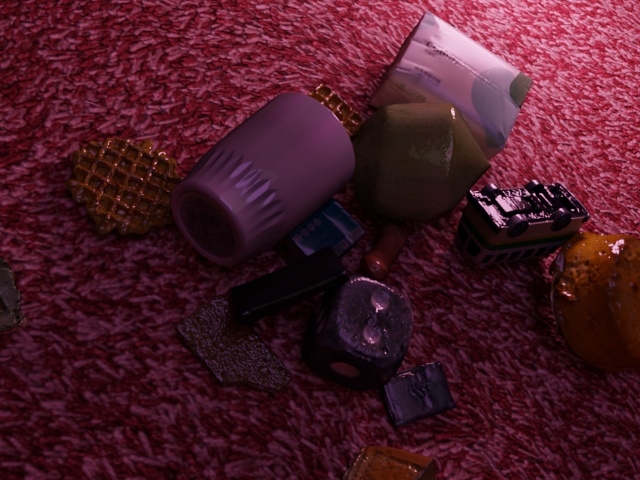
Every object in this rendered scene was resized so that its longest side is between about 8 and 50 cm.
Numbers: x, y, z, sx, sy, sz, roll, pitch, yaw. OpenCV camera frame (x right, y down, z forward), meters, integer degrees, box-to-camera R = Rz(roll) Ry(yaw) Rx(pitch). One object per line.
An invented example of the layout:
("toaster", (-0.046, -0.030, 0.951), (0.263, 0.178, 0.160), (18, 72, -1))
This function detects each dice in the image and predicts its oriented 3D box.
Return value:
("dice", (0.076, 0.192, 1.560), (0.181, 0.182, 0.183), (26, 56, -11))

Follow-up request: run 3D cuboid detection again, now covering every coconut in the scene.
("coconut", (0.239, -0.183, 1.783), (0.328, 0.281, 0.328), (-1, 31, 0))
("coconut", (-0.608, 0.100, 1.372), (0.133, 0.055, 0.158), (-1, 63, -24))

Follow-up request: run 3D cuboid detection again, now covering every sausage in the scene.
("sausage", (0.139, 0.026, 1.679), (0.078, 0.078, 0.304), (38, 26, -1))

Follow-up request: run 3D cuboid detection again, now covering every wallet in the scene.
("wallet", (-0.071, 0.090, 1.538), (0.250, 0.149, 0.044), (-23, 114, -3))
("wallet", (0.209, 0.333, 1.638), (0.166, 0.030, 0.111), (-10, 73, -27))

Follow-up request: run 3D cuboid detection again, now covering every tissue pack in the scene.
("tissue pack", (0.348, -0.390, 1.994), (0.356, 0.194, 0.266), (32, 60, -6))
("tissue pack", (0.000, 0.000, 1.691), (0.120, 0.082, 0.169), (47, 55, 6))

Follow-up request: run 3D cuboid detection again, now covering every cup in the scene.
("cup", (-0.121, -0.128, 1.599), (0.253, 0.253, 0.371), (44, 54, 3))

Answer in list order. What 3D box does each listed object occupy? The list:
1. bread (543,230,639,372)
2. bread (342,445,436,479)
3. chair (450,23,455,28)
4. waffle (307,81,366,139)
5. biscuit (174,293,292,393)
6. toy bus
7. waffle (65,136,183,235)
("bread", (0.730, 0.140, 1.847), (0.358, 0.204, 0.337), (26, 63, -25))
("bread", (0.148, 0.501, 1.505), (0.140, 0.169, 0.160), (-50, 131, -35))
("chair", (0.363, -0.497, 2.147), (0.212, 0.101, 0.084), (58, 47, -34))
("waffle", (0.000, -0.276, 1.859), (0.160, 0.055, 0.211), (38, 54, 0))
("biscuit", (-0.174, 0.228, 1.520), (0.131, 0.026, 0.237), (-38, 84, -33))
("toy bus", (0.497, -0.037, 1.881), (0.305, 0.179, 0.143), (-8, 46, -28))
("waffle", (-0.406, -0.119, 1.585), (0.243, 0.059, 0.238), (-16, 70, -30))
